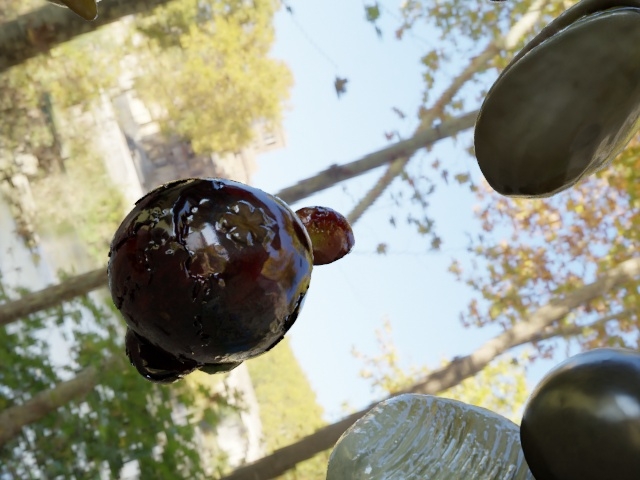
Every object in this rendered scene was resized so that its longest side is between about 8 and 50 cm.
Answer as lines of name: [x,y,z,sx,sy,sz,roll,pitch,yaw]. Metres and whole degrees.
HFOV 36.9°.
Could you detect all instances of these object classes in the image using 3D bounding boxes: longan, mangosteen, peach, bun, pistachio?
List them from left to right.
mangosteen: [-0.094,0.039,0.788,0.166,0.166,0.180,-115,-146,-40]
peach: [0.000,0.000,1.141,0.077,0.083,0.050,-60,-153,14]
bun: [0.182,0.396,1.398,0.365,0.365,0.219,-118,-145,-48]
pistachio: [0.298,-0.175,1.172,0.288,0.197,0.166,-61,-156,25]
longan: [0.387,0.251,1.249,0.248,0.248,0.248,163,-90,-81]

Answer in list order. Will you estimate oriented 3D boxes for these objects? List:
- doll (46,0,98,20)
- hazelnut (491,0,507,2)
doll: [-0.370,-0.429,1.390,0.270,0.162,0.167,-107,-162,-57]
hazelnut: [0.276,-0.408,1.475,0.086,0.086,0.086,163,-90,-81]
